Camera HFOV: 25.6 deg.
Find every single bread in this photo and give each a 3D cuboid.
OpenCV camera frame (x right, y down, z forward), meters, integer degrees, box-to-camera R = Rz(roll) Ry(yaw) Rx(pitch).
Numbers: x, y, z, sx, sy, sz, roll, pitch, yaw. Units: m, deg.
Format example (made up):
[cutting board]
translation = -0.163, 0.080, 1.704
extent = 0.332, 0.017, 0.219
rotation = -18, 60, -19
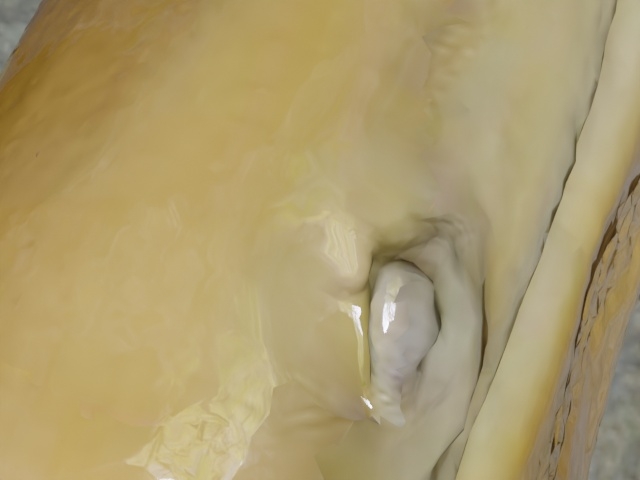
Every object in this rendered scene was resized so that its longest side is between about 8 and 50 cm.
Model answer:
[bread]
translation = 0.000, 0.000, 0.558
extent = 0.253, 0.376, 0.348
rotation = 12, 156, 26
